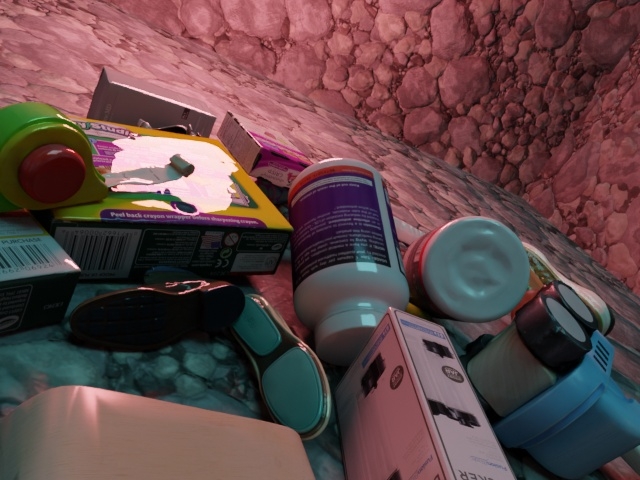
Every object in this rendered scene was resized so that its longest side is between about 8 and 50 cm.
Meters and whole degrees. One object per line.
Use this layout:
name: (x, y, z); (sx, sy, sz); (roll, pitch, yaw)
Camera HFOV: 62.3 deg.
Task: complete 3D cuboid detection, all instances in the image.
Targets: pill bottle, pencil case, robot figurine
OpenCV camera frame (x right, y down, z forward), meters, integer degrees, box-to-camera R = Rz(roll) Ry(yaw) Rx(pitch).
pill bottle: (0.041, 0.030, 0.865); (0.181, 0.181, 0.323); (18, 46, -26)
pencil case: (-0.096, -0.119, 1.233); (0.070, 0.064, 0.151); (60, 27, 6)
pill bottle: (0.246, 0.062, 0.997); (0.176, 0.176, 0.318); (30, -6, 1)
robot figurine: (0.153, 0.146, 0.966); (0.115, 0.067, 0.101); (29, 17, -1)

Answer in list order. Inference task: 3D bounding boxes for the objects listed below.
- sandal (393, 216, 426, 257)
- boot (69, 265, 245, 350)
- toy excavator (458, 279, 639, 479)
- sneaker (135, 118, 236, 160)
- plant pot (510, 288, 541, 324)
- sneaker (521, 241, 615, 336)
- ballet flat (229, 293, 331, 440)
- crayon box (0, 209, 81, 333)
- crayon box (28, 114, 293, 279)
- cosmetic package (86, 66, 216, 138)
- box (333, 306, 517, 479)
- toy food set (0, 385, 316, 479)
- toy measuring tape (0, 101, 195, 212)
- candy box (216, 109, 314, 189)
sandal: (0.199, 0.019, 1.257); (0.416, 0.102, 0.169); (25, 4, -46)
boot: (-0.217, 0.082, 0.683); (0.219, 0.082, 0.106); (-1, 13, -40)
toy excavator: (0.467, 0.301, 0.896); (0.445, 0.222, 0.433); (53, 28, 17)
sneaker: (-0.267, -0.178, 1.084); (0.105, 0.115, 0.281); (41, 25, 26)
plant pot: (0.505, 0.190, 1.199); (0.167, 0.167, 0.165); (32, 14, 7)
sneaker: (0.555, 0.137, 1.401); (0.410, 0.158, 0.182); (37, 40, 29)
ballet flat: (-0.045, 0.162, 0.688); (0.086, 0.086, 0.248); (12, 26, -36)
crayon box: (-0.446, -0.021, 0.579); (0.323, 0.083, 0.203); (40, 25, 23)
crayon box: (-0.275, -0.073, 0.845); (0.363, 0.106, 0.313); (2, 34, -41)
cosmetic package: (-0.363, -0.265, 1.142); (0.238, 0.127, 0.107); (8, 30, -38)
box: (0.103, 0.229, 0.598); (0.087, 0.169, 0.290); (23, 24, -16)
toy food set: (-0.106, 0.251, 0.429); (0.306, 0.092, 0.220); (25, 21, -34)
toy measuring tape: (-0.285, -0.111, 0.648); (0.121, 0.121, 0.330); (40, 34, 23)
candy box: (-0.120, -0.196, 1.183); (0.159, 0.071, 0.233); (17, 21, -36)
